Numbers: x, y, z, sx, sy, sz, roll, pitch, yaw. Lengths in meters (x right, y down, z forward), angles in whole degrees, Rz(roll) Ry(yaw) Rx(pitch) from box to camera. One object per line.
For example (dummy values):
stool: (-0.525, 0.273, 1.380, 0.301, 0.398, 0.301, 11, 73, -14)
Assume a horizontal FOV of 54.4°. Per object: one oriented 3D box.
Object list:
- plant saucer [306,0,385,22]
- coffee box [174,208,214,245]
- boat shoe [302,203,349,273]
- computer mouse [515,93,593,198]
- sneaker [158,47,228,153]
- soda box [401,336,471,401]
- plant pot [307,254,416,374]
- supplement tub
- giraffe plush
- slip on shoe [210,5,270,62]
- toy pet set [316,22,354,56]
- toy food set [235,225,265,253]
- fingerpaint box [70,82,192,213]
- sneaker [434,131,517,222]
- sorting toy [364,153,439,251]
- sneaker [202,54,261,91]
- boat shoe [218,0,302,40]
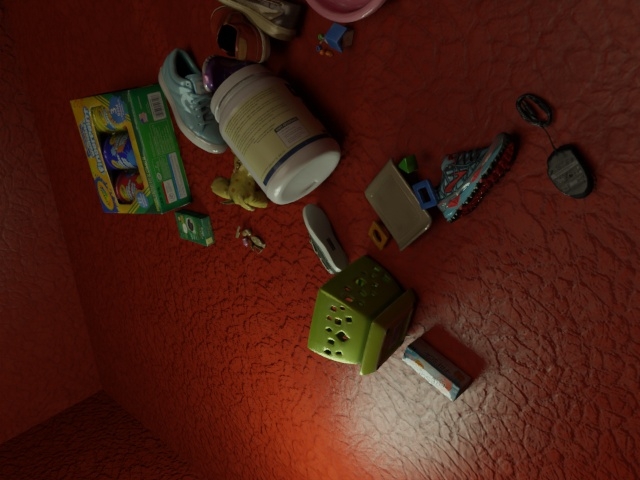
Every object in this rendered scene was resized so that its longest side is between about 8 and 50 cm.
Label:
plant saucer: (0.065, -0.664, 1.387, 0.332, 0.084, 0.333, 25, 127, 38)
coffee box: (-0.473, -0.050, 2.335, 0.184, 0.040, 0.113, 13, 119, 44)
boat shoe: (0.000, 0.000, 1.818, 0.070, 0.077, 0.220, -26, 92, 49)
computer mouse: (0.468, -0.191, 1.244, 0.071, 0.041, 0.242, -35, 77, 42)
sneaker: (-0.395, -0.447, 1.966, 0.366, 0.135, 0.150, 55, 143, 9)
soda box: (0.311, 0.345, 1.675, 0.183, 0.063, 0.058, 37, 133, 28)
plant pot: (0.122, 0.211, 1.694, 0.207, 0.227, 0.228, 29, 129, 26)
supplement tub: (-0.125, -0.287, 1.676, 0.325, 0.235, 0.235, 52, 139, 13)
giraffe plush: (-0.234, -0.202, 1.911, 0.181, 0.210, 0.171, 21, 104, 3)
slip on shoe: (-0.246, -0.573, 1.724, 0.331, 0.101, 0.123, 49, 141, 46)
toy pet set: (0.020, -0.504, 1.536, 0.114, 0.065, 0.122, 36, 133, 30)
toy food set: (-0.236, 0.000, 2.123, 0.122, 0.019, 0.078, 38, 135, 17)
fingerpaint box: (-0.703, -0.330, 2.306, 0.370, 0.163, 0.445, 4, 113, 38)
sneaker: (0.319, -0.153, 1.369, 0.125, 0.104, 0.262, 52, 139, 17)
sorting toy: (0.200, -0.090, 1.563, 0.196, 0.047, 0.348, 61, 154, 11)
sneaker: (-0.234, -0.464, 1.726, 0.104, 0.236, 0.095, 13, 113, 23)
boat shoe: (-0.182, -0.663, 1.638, 0.342, 0.123, 0.123, 42, 128, 19)
